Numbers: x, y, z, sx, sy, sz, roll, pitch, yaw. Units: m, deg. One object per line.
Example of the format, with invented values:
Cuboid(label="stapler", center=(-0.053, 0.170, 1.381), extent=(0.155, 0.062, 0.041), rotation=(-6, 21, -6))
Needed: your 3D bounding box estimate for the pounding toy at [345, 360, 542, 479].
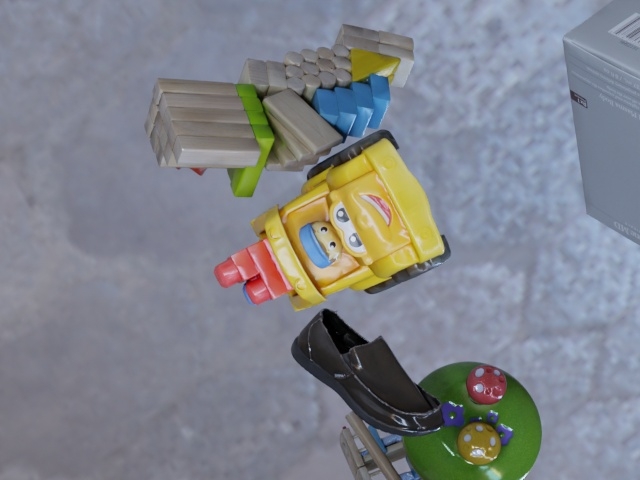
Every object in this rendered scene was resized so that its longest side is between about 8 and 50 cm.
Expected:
Cuboid(label="pounding toy", center=(0.174, 0.237, 2.171), extent=(0.237, 0.183, 0.110), rotation=(-22, 162, -14))

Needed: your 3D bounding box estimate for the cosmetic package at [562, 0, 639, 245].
Cuboid(label="cosmetic package", center=(0.320, -0.107, 1.670), extent=(0.107, 0.127, 0.238), rotation=(-35, 134, -22))

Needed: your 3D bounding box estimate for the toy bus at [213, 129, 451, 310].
Cuboid(label="toy bus", center=(0.000, 0.000, 1.726), extent=(0.211, 0.149, 0.220), rotation=(-25, 180, -12))

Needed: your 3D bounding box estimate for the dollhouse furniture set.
Cuboid(label="dollhouse furniture set", center=(0.112, 0.284, 2.418), extent=(0.129, 0.129, 0.183), rotation=(-20, 155, -12))

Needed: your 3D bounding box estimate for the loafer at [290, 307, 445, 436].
Cuboid(label="loafer", center=(0.057, 0.155, 2.047), extent=(0.080, 0.220, 0.078), rotation=(-22, 137, -51))

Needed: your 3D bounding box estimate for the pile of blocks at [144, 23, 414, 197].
Cuboid(label="pile of blocks", center=(-0.031, -0.116, 1.809), extent=(0.362, 0.149, 0.112), rotation=(-22, 148, -39))
